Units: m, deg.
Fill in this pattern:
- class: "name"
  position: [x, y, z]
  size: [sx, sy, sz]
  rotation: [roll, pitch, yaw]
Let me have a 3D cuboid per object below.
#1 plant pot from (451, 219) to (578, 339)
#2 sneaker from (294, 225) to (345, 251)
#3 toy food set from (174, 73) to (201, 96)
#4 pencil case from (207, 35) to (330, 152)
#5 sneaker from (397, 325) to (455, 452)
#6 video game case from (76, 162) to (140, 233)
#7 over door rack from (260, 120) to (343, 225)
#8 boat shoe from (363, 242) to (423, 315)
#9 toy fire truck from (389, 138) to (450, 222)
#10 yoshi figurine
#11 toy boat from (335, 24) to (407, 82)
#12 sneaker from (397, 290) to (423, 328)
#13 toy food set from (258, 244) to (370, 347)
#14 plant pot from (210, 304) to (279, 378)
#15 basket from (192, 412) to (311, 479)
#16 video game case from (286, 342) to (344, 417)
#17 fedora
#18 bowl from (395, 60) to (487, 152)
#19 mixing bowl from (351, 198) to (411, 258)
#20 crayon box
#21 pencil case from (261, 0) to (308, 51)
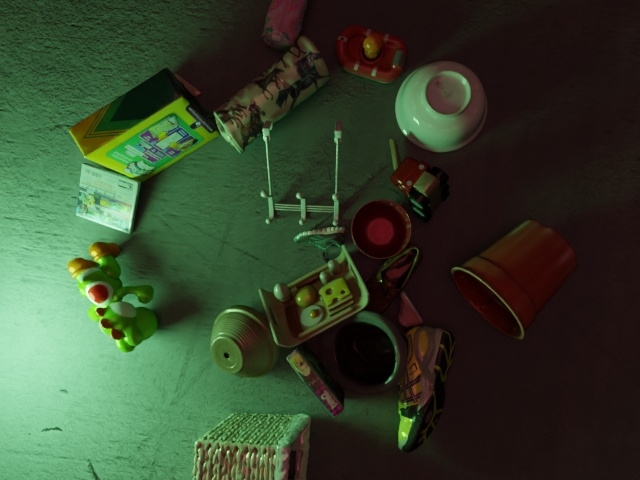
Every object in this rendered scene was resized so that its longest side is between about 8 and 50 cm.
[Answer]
- class: "plant pot"
  position: [0.572, 0.096, 1.440]
  size: [0.265, 0.272, 0.272]
  rotation: [-41, 84, -7]
- class: "sneaker"
  position: [0.000, 0.000, 1.578]
  size: [0.166, 0.065, 0.076]
  rotation: [-8, 89, 5]
- class: "toy food set"
  position: [-0.520, -0.462, 1.642]
  size: [0.218, 0.071, 0.128]
  rotation: [-45, 84, 0]
- class: "pencil case"
  position: [-0.152, -0.460, 1.564]
  size: [0.410, 0.183, 0.160]
  rotation: [-41, 122, -3]
- class: "sneaker"
  position: [0.293, 0.443, 1.507]
  size: [0.147, 0.145, 0.385]
  rotation: [15, 89, 35]
- class: "video game case"
  position: [-0.696, -0.137, 1.626]
  size: [0.201, 0.023, 0.184]
  rotation: [19, 109, 5]
- class: "over door rack"
  position: [-0.058, -0.194, 1.514]
  size: [0.239, 0.108, 0.324]
  rotation: [3, 116, 4]
- class: "boat shoe"
  position: [0.198, 0.132, 1.530]
  size: [0.110, 0.104, 0.307]
  rotation: [35, 90, 5]
- class: "toy fire truck"
  position: [0.268, -0.202, 1.506]
  size: [0.246, 0.217, 0.158]
  rotation: [38, 89, 20]
- class: "yoshi figurine"
  position: [-0.642, 0.192, 1.583]
  size: [0.203, 0.204, 0.362]
  rotation: [-19, 66, -37]
- class: "toy boat"
  position: [0.160, -0.601, 1.561]
  size: [0.231, 0.151, 0.151]
  rotation: [18, 87, 5]
- class: "sneaker"
  position: [0.261, 0.219, 1.528]
  size: [0.070, 0.051, 0.134]
  rotation: [-28, 118, 9]
- class: "toy food set"
  position: [-0.023, 0.159, 1.495]
  size: [0.306, 0.092, 0.220]
  rotation: [-29, 47, 3]
- class: "plant pot"
  position: [-0.250, 0.324, 1.499]
  size: [0.237, 0.109, 0.238]
  rotation: [9, 109, 26]
- class: "basket"
  position: [-0.186, 0.684, 1.418]
  size: [0.266, 0.331, 0.329]
  rotation: [3, 86, 10]
- class: "video game case"
  position: [-0.009, 0.399, 1.465]
  size: [0.041, 0.232, 0.210]
  rotation: [-40, 84, -1]
- class: "fedora"
  position: [0.149, 0.328, 1.485]
  size: [0.275, 0.124, 0.244]
  rotation: [-4, 84, 35]
- class: "bowl"
  position: [0.385, -0.435, 1.543]
  size: [0.297, 0.134, 0.298]
  rotation: [0, 86, 3]
- class: "mixing bowl"
  position: [0.187, -0.032, 1.546]
  size: [0.181, 0.098, 0.182]
  rotation: [0, 86, 4]
- class: "crayon box"
  position: [-0.503, -0.326, 1.485]
  size: [0.313, 0.363, 0.106]
  rotation: [-30, 84, 1]
- class: "pencil case"
  position: [-0.102, -0.763, 1.608]
  size: [0.124, 0.124, 0.284]
  rotation: [17, 88, 5]
